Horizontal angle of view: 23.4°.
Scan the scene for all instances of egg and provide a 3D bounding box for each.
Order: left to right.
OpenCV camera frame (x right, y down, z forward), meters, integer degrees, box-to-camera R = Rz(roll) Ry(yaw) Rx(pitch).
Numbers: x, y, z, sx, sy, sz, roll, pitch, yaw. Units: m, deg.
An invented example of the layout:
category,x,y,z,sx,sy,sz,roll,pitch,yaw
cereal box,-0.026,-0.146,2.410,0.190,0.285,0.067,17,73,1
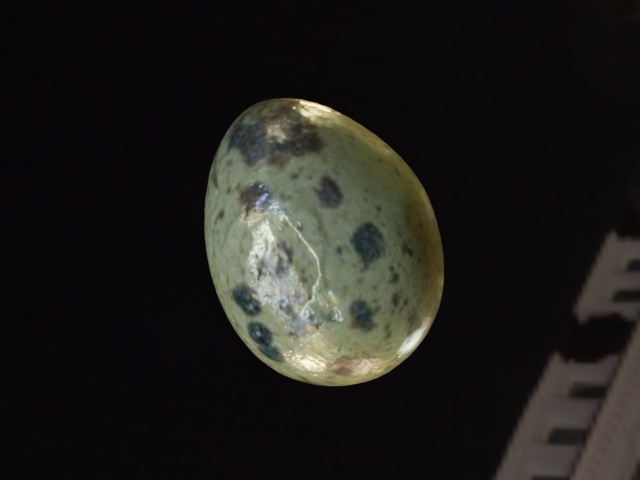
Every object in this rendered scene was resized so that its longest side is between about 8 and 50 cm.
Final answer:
category,x,y,z,sx,sy,sz,roll,pitch,yaw
egg,0.000,0.000,0.932,0.141,0.141,0.181,-35,-73,-49
